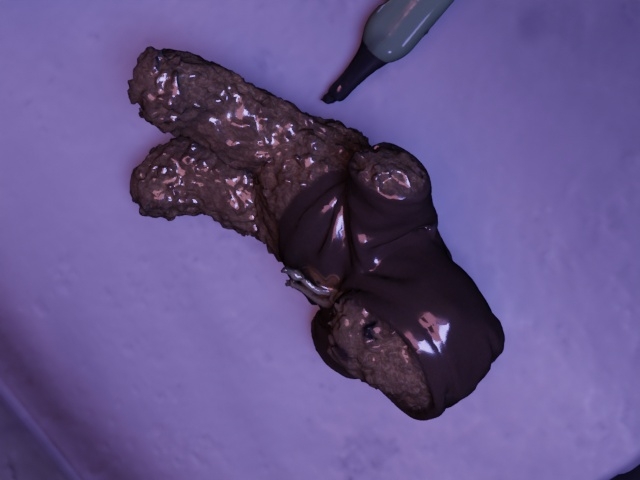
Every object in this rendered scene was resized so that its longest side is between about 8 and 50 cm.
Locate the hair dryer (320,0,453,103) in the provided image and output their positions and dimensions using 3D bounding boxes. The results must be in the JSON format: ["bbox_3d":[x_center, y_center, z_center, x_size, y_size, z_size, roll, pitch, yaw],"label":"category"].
[{"bbox_3d":[0.049,-0.103,0.428,0.071,0.047,0.150,43,111,4],"label":"hair dryer"}]

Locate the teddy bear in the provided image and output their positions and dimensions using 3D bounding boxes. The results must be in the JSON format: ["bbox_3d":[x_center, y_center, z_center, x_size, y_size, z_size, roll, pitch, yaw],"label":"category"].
[{"bbox_3d":[0.005,-0.006,0.434,0.160,0.078,0.119,42,148,18],"label":"teddy bear"}]
